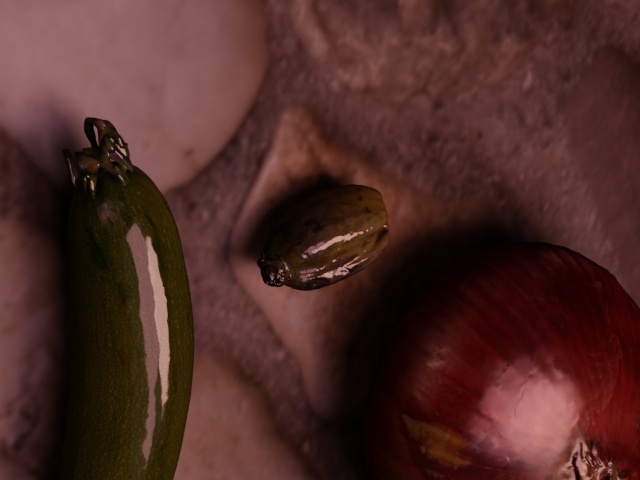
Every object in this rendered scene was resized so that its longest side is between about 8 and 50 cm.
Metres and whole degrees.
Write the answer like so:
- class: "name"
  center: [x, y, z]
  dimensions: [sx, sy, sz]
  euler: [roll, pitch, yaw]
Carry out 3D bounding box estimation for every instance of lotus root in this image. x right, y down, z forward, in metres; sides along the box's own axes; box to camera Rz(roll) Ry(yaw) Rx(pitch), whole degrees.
- class: "lotus root"
  center: [0.000, 0.000, 0.899]
  dimensions: [0.099, 0.049, 0.054]
  euler: [-28, 131, -26]

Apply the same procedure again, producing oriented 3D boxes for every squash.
- class: "squash"
  center: [-0.114, 0.084, 0.837]
  dimensions: [0.071, 0.080, 0.318]
  euler: [-42, 143, -67]

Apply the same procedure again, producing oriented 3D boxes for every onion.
- class: "onion"
  center: [0.138, 0.116, 0.992]
  dimensions: [0.248, 0.161, 0.248]
  euler: [-9, 101, -52]
